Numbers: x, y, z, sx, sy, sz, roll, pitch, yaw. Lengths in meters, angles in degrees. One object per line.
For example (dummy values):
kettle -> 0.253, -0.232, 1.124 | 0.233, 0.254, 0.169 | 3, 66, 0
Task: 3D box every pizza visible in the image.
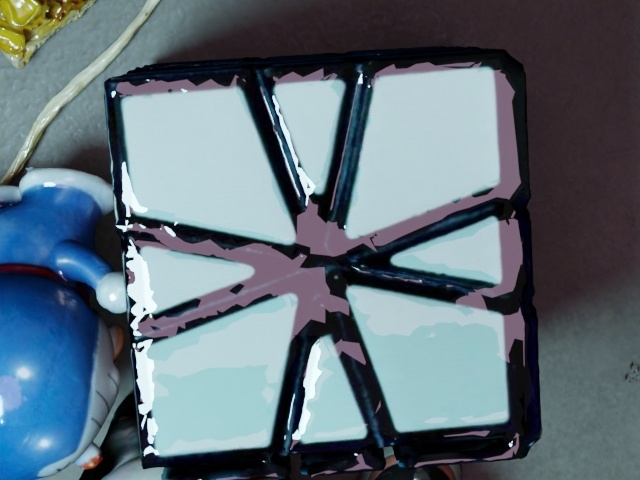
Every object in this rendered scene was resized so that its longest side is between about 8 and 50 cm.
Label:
pizza -> -0.251, -0.221, 1.023 | 0.182, 0.062, 0.161 | -1, 104, -4

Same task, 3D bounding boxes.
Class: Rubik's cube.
Rubik's cube -> 0.000, 0.000, 0.952 | 0.288, 0.283, 0.294 | -2, 102, -3

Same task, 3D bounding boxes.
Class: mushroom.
mushroom -> -0.192, -0.148, 1.056 | 0.028, 0.026, 0.286 | 37, 97, 9

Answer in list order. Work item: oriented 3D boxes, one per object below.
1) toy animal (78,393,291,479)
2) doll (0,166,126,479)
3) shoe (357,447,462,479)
toy animal -> -0.108, 0.251, 0.998 | 0.212, 0.267, 0.213 | -1, 101, -7
doll -> -0.231, 0.067, 0.981 | 0.215, 0.257, 0.161 | -21, 139, 35
shoe -> 0.053, 0.316, 1.073 | 0.114, 0.137, 0.291 | 18, 100, -4
